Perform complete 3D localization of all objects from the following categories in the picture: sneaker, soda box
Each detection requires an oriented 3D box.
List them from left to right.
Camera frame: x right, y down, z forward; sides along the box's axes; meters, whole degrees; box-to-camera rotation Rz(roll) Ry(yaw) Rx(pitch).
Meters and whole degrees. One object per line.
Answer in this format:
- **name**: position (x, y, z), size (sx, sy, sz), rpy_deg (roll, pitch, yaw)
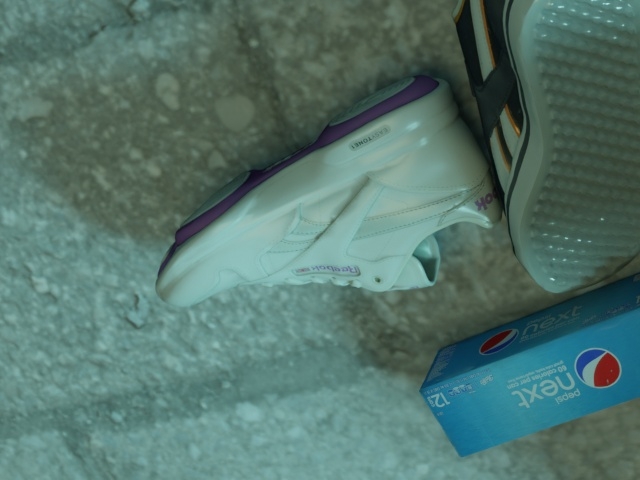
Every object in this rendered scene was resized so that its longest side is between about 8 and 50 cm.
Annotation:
- **sneaker**: position (0.000, 0.000, 1.249), size (0.305, 0.114, 0.152), rpy_deg (-29, 102, 30)
- **soda box**: position (0.187, 0.095, 1.257), size (0.210, 0.067, 0.071), rpy_deg (-23, 106, 29)
- **sneaker**: position (0.170, -0.104, 1.138), size (0.126, 0.127, 0.321), rpy_deg (-19, 138, -7)
